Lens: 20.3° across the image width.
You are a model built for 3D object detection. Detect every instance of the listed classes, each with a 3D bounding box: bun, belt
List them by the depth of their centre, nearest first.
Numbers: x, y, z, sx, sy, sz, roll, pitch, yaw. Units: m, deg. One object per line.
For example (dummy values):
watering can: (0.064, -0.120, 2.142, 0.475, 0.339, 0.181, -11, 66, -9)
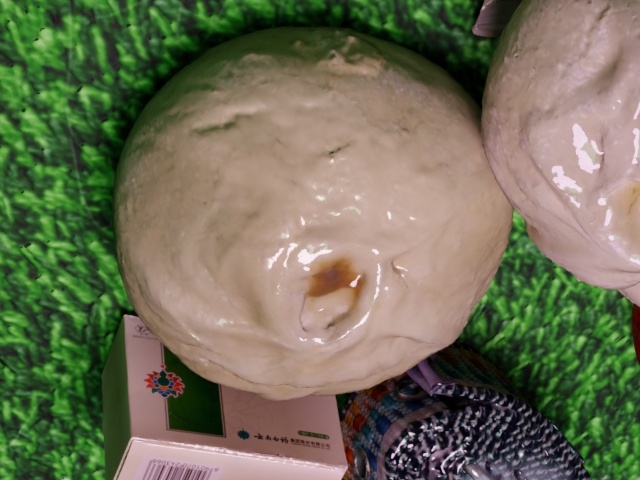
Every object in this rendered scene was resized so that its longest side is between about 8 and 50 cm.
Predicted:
bun: (0.311, -0.102, 1.464, 0.365, 0.219, 0.365, -3, 122, -5)
bun: (-0.002, 0.000, 1.570, 0.364, 0.202, 0.364, -6, 125, -8)
belt: (0.130, 0.222, 1.787, 0.207, 0.160, 0.295, -48, 124, 2)

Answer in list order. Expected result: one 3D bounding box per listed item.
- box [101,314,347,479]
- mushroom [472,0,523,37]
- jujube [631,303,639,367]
box: (-0.095, 0.170, 1.700, 0.212, 0.168, 0.095, 10, 128, -18)
mushroom: (0.230, -0.209, 1.555, 0.202, 0.054, 0.059, -9, 122, 3)
jujube: (0.432, 0.084, 1.738, 0.250, 0.174, 0.174, -6, 128, -3)
